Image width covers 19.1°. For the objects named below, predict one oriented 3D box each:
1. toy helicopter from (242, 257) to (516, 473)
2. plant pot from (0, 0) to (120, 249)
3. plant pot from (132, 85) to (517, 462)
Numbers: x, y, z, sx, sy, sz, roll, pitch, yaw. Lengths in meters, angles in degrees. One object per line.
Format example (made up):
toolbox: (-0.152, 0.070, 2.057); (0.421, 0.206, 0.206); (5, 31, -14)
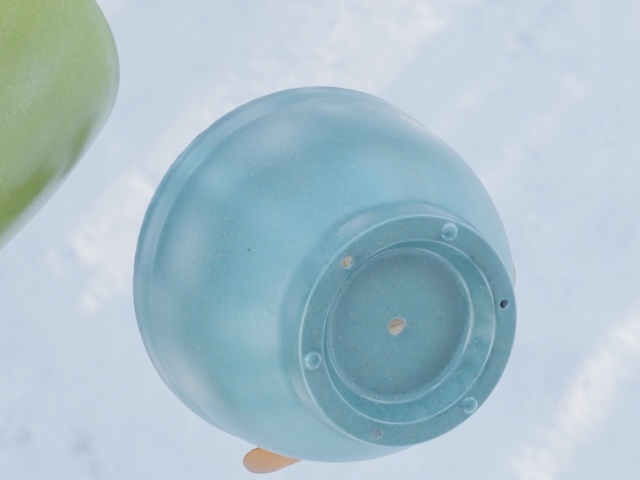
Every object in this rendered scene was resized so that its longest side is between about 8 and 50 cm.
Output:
toy helicopter: (0.035, 0.087, 1.762); (0.355, 0.140, 0.235); (-21, 56, 42)
plant pot: (-0.333, -0.078, 1.580); (0.275, 0.275, 0.293); (-20, 33, 25)
plant pot: (0.028, 0.045, 1.423); (0.293, 0.293, 0.196); (-46, 26, -7)
